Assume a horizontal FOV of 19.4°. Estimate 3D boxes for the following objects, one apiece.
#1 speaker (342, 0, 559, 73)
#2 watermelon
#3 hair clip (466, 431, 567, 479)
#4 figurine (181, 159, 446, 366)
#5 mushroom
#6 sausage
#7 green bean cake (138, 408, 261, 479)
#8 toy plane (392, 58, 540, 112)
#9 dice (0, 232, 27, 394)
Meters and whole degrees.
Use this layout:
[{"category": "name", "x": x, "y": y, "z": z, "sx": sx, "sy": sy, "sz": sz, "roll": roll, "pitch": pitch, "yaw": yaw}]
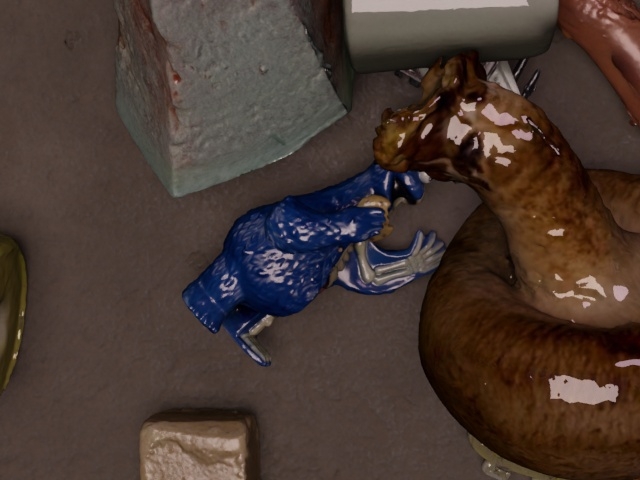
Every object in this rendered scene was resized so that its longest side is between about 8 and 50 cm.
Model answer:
[{"category": "speaker", "x": 0.111, "y": -0.355, "z": 1.650, "sx": 0.184, "sy": 0.183, "sz": 0.406, "roll": -1, "pitch": 84, "yaw": 4}, {"category": "watermelon", "x": -0.095, "y": -0.231, "z": 1.673, "sx": 0.228, "sy": 0.258, "sz": 0.387, "roll": 2, "pitch": 90, "yaw": 12}, {"category": "hair clip", "x": 0.201, "y": 0.166, "z": 1.794, "sx": 0.187, "sy": 0.056, "sz": 0.146, "roll": 21, "pitch": 106, "yaw": 1}, {"category": "figurine", "x": -0.008, "y": 0.000, "z": 1.764, "sx": 0.262, "sy": 0.164, "sz": 0.121, "roll": -30, "pitch": 55, "yaw": 0}, {"category": "mushroom", "x": 0.236, "y": 0.016, "z": 1.634, "sx": 0.334, "sy": 0.331, "sz": 0.356, "roll": 10, "pitch": 106, "yaw": 22}, {"category": "sausage", "x": 0.317, "y": -0.131, "z": 1.731, "sx": 0.078, "sy": 0.078, "sz": 0.304, "roll": -38, "pitch": 90, "yaw": 10}, {"category": "green bean cake", "x": -0.116, "y": 0.258, "z": 1.831, "sx": 0.109, "sy": 0.085, "sz": 0.179, "roll": -1, "pitch": 96, "yaw": 9}, {"category": "toy plane", "x": 0.146, "y": -0.169, "z": 1.753, "sx": 0.160, "sy": 0.082, "sz": 0.234, "roll": 31, "pitch": 86, "yaw": 13}, {"category": "dice", "x": -0.386, "y": 0.070, "z": 1.799, "sx": 0.169, "sy": 0.169, "sz": 0.166, "roll": 9, "pitch": 98, "yaw": 6}]
